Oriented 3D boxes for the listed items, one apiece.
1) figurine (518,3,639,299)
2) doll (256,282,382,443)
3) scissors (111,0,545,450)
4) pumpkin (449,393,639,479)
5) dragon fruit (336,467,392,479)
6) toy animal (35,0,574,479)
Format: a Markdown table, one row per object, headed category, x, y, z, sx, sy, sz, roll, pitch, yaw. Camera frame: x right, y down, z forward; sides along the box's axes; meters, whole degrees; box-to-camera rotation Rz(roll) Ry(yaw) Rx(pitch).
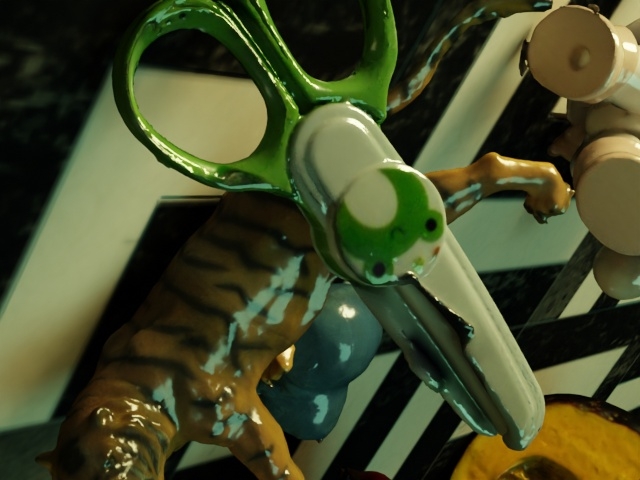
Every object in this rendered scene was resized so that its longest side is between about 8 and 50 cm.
| category | x | y | z | sx | sy | sz | roll | pitch | yaw |
| --- | --- | --- | --- | --- | --- | --- | --- | --- | --- |
| figurine | 0.205 | -0.054 | 0.664 | 0.276 | 0.133 | 0.200 | 4 | 135 | -52 |
| doll | 0.000 | 0.056 | 0.591 | 0.076 | 0.050 | 0.083 | -16 | 137 | -53 |
| scissors | 0.019 | -0.009 | 0.418 | 0.101 | 0.027 | 0.204 | -40 | 108 | -14 |
| pumpkin | 0.180 | 0.295 | 0.957 | 0.325 | 0.242 | 0.232 | -45 | 145 | 3 |
| dragon fruit | -0.007 | 0.257 | 0.685 | 0.233 | 0.234 | 0.293 | -35 | 162 | -25 |
| toy animal | -0.005 | -0.002 | 0.477 | 0.116 | 0.114 | 0.255 | 32 | 94 | -38 |
